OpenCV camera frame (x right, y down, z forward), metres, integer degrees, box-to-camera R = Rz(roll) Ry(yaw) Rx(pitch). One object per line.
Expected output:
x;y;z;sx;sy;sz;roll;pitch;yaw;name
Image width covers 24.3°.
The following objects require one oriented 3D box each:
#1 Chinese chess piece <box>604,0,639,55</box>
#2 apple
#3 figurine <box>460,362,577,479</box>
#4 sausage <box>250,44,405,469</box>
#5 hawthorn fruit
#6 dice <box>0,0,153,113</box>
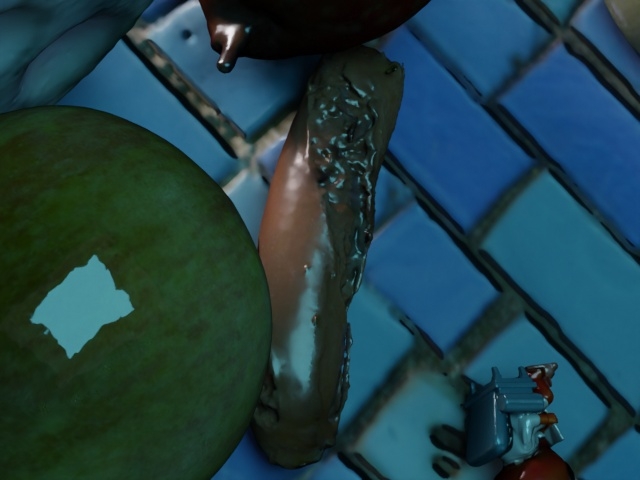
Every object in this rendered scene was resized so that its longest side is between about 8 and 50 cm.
0.359;-0.243;1.259;0.273;0.102;0.273;8;68;-20;Chinese chess piece
-0.166;0.056;0.851;0.234;0.257;0.256;-30;85;-40;apple
0.146;0.160;1.053;0.075;0.068;0.140;-2;71;-26;figurine
-0.001;-0.002;1.044;0.087;0.079;0.326;32;60;-38;sausage
-0.010;-0.220;1.047;0.208;0.208;0.248;38;79;-7;hawthorn fruit
-0.296;-0.218;0.840;0.348;0.330;0.328;-37;82;-28;dice
